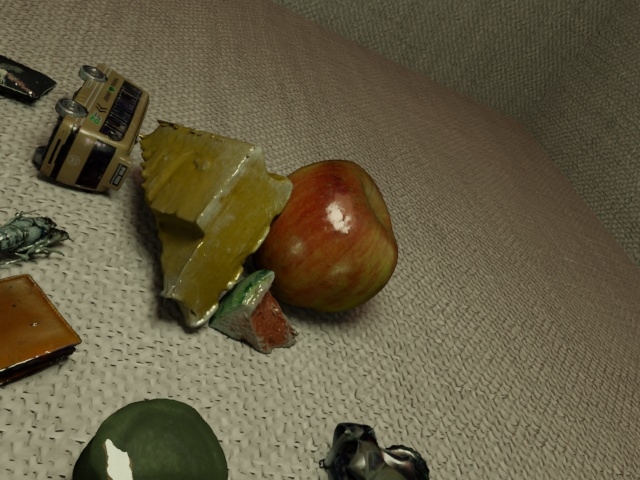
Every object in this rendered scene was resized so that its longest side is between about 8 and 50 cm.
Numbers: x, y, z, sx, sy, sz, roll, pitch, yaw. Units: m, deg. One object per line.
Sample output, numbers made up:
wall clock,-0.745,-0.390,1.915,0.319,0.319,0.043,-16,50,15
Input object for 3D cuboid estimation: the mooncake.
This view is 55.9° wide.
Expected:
mooncake,-0.201,0.280,0.722,0.175,0.104,0.168,26,29,-17

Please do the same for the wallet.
wallet,-0.437,0.123,0.782,0.161,0.042,0.195,40,35,22

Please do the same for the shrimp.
shrimp,-0.449,0.002,0.906,0.174,0.076,0.082,-29,89,-55

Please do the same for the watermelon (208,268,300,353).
watermelon,-0.125,0.138,1.047,0.098,0.121,0.158,-61,139,-44

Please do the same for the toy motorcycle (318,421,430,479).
toy motorcycle,0.038,0.353,0.843,0.159,0.106,0.270,42,43,20

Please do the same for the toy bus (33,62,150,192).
toy bus,-0.427,-0.216,1.163,0.157,0.139,0.289,26,28,-22

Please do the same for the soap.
soap,-0.262,-0.044,1.079,0.339,0.304,0.169,20,-20,40

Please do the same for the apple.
apple,0.000,0.000,1.166,0.302,0.301,0.301,24,33,-16

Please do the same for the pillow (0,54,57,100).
pillow,-0.649,-0.343,1.205,0.208,0.055,0.141,24,27,-17
